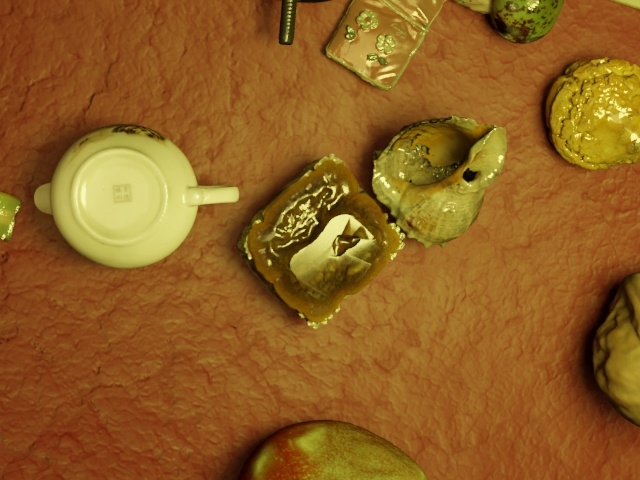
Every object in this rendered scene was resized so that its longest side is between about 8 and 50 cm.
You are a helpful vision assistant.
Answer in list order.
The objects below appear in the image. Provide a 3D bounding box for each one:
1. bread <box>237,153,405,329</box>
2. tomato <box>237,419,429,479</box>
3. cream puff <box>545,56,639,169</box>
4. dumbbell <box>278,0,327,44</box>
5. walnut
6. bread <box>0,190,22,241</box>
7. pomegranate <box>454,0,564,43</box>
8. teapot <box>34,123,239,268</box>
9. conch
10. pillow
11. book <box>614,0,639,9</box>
[{"bbox_3d":[-0.001,0.001,1.373,0.210,0.110,0.192,-42,97,-4],"label":"bread"},{"bbox_3d":[0.013,0.411,1.325,0.304,0.239,0.303,-1,96,-8],"label":"tomato"},{"bbox_3d":[0.440,-0.191,1.420,0.189,0.129,0.189,0,93,-5],"label":"cream puff"},{"bbox_3d":[-0.036,-0.445,1.335,0.143,0.143,0.325,5,92,-8],"label":"dumbbell"},{"bbox_3d":[0.530,0.156,1.372,0.273,0.273,0.227,-15,104,-7],"label":"walnut"},{"bbox_3d":[-0.505,-0.050,1.315,0.139,0.084,0.074,21,88,-9],"label":"bread"},{"bbox_3d":[0.295,-0.371,1.410,0.126,0.163,0.138,-15,114,-45],"label":"pomegranate"},{"bbox_3d":[-0.266,-0.061,1.323,0.298,0.139,0.204,4,90,-6],"label":"teapot"},{"bbox_3d":[0.175,-0.101,1.361,0.178,0.245,0.163,17,50,-24],"label":"conch"},{"bbox_3d":[0.111,-0.350,1.410,0.126,0.043,0.232,31,88,-5],"label":"pillow"},{"bbox_3d":[0.541,-0.513,1.475,0.208,0.020,0.295,15,90,-8],"label":"book"}]
